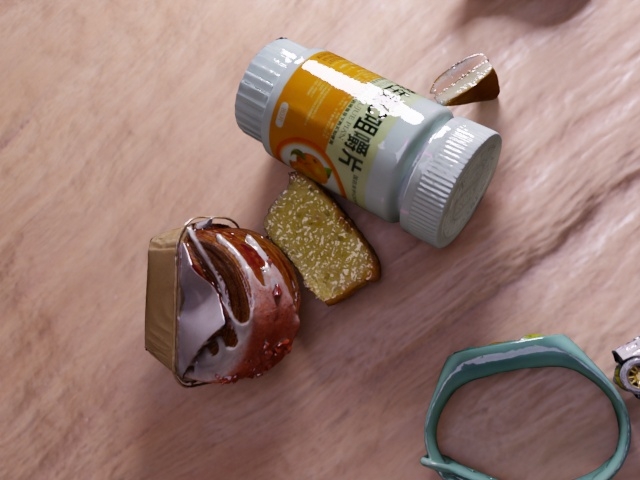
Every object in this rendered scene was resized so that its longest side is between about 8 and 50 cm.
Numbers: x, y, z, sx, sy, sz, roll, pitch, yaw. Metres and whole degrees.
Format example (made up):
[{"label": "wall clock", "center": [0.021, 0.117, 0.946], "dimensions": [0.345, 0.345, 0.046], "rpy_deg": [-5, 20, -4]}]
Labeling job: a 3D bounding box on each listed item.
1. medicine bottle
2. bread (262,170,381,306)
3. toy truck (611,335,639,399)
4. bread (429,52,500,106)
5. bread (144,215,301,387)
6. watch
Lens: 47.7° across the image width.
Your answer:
[{"label": "medicine bottle", "center": [0.051, -0.131, 0.914], "dimensions": [0.318, 0.158, 0.158], "rpy_deg": [31, 91, 23]}, {"label": "bread", "center": [0.000, 0.000, 0.958], "dimensions": [0.103, 0.065, 0.187], "rpy_deg": [-45, 70, 8]}, {"label": "toy truck", "center": [0.412, 0.187, 0.756], "dimensions": [0.114, 0.098, 0.227], "rpy_deg": [-37, 72, 8]}, {"label": "bread", "center": [0.191, -0.202, 0.902], "dimensions": [0.043, 0.109, 0.062], "rpy_deg": [58, 144, 22]}, {"label": "bread", "center": [-0.128, 0.081, 0.946], "dimensions": [0.211, 0.142, 0.224], "rpy_deg": [6, 94, 34]}, {"label": "watch", "center": [0.228, 0.211, 0.837], "dimensions": [0.237, 0.068, 0.195], "rpy_deg": [-12, 78, 13]}]
